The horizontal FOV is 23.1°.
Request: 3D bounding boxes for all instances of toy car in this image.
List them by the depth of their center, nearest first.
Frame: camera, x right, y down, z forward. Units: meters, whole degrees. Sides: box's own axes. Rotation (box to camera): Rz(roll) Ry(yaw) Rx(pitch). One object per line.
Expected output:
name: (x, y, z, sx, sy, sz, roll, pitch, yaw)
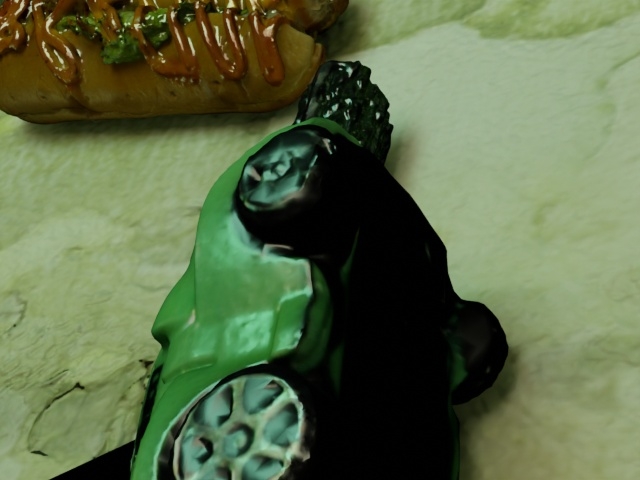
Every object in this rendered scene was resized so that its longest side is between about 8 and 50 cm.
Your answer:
toy car: (-0.017, 0.115, 0.834, 0.176, 0.213, 0.358, -16, 50, 26)

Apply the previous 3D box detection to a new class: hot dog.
hot dog: (-0.139, -0.178, 1.263, 0.349, 0.117, 0.158, 3, 55, 37)

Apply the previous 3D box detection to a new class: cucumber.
cucumber: (-0.002, 0.000, 1.037, 0.077, 0.077, 0.265, -12, 48, 28)

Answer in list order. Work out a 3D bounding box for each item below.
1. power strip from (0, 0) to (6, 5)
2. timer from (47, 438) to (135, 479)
power strip: (-0.290, -0.246, 1.484, 0.272, 0.052, 0.078, -29, 43, 12)
timer: (-0.129, 0.213, 0.962, 0.144, 0.055, 0.187, -25, 39, 13)
